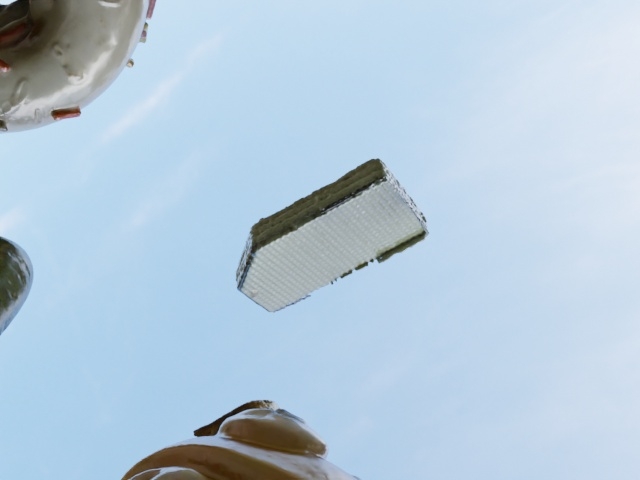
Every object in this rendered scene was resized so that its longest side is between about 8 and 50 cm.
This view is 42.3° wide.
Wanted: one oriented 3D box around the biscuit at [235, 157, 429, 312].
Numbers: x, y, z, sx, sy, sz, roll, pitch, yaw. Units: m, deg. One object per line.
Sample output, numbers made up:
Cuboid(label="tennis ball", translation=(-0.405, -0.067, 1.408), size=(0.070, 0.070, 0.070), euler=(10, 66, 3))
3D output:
Cuboid(label="biscuit", translation=(0.000, 0.000, 1.046), size=(0.252, 0.150, 0.052), euler=(-29, -129, 16))

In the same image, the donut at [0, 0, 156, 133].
Cuboid(label="donut", translation=(-0.358, -0.286, 0.901), size=(0.383, 0.382, 0.142), euler=(-37, -142, 0))

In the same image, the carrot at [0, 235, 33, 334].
Cuboid(label="carrot", translation=(-0.295, 0.105, 0.575), size=(0.074, 0.074, 0.358), euler=(-23, -155, 18))

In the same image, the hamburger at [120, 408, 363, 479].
Cuboid(label="hamburger", translation=(-0.046, 0.248, 0.534), size=(0.276, 0.276, 0.237), euler=(-9, -162, 31))

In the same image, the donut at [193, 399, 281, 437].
Cuboid(label="donut", translation=(-0.118, 0.335, 1.273), size=(0.190, 0.174, 0.075), euler=(-20, -141, -32))
